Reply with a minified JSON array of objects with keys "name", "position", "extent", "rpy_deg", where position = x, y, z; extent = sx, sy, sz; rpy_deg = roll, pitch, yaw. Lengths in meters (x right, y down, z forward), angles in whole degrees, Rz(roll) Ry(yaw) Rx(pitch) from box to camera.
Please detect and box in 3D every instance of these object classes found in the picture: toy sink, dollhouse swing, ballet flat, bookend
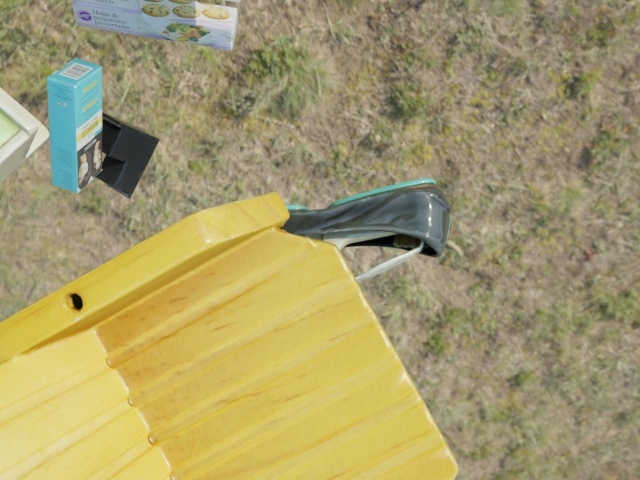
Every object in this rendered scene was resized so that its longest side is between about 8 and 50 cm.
[{"name":"toy sink","position":[-0.504,-0.153,1.041],"extent":[0.153,0.234,0.131],"rpy_deg":[43,145,-11]},{"name":"dollhouse swing","position":[-0.086,0.171,0.489],"extent":[0.315,0.347,0.305],"rpy_deg":[-29,177,5]},{"name":"ballet flat","position":[0.000,0.000,0.774],"extent":[0.280,0.096,0.095],"rpy_deg":[-9,166,5]},{"name":"bookend","position":[-0.458,-0.188,1.638],"extent":[0.157,0.072,0.156],"rpy_deg":[-63,160,4]}]

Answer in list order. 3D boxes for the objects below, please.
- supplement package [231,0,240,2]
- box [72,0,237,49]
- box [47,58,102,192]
[{"name":"supplement package","position":[-0.198,-0.552,1.258],"extent":[0.194,0.203,0.149],"rpy_deg":[-52,167,25]},{"name":"box","position":[-0.332,-0.454,1.497],"extent":[0.324,0.067,0.063],"rpy_deg":[9,152,-2]},{"name":"box","position":[-0.480,-0.222,1.448],"extent":[0.060,0.100,0.244],"rpy_deg":[19,129,7]}]
